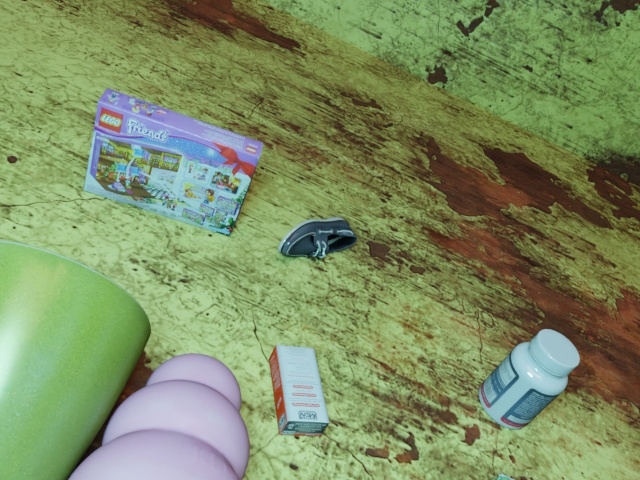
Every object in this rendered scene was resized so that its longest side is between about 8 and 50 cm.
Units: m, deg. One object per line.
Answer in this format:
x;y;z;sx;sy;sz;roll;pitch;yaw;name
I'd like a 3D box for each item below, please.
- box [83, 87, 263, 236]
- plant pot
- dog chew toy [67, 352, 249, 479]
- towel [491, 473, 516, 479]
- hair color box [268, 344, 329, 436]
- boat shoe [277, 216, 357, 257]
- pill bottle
-0.277;-0.138;1.122;0.293;0.201;0.057;18;38;-12;box
-0.363;0.195;0.655;0.274;0.275;0.293;18;52;-12;plant pot
-0.175;0.265;0.716;0.206;0.207;0.332;21;30;-8;dog chew toy
0.354;0.521;0.853;0.248;0.038;0.325;25;37;-3;towel
-0.037;0.236;0.951;0.072;0.043;0.141;10;39;-21;hair color box
0.000;0.000;1.230;0.065;0.075;0.206;42;35;24;boat shoe
0.375;0.246;1.073;0.108;0.180;0.108;17;38;-14;pill bottle
